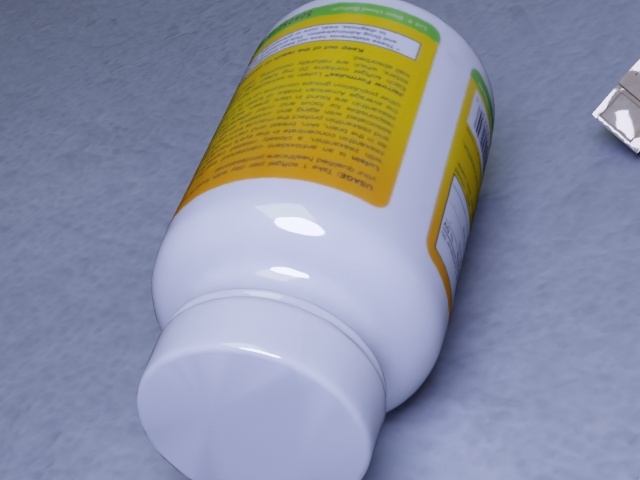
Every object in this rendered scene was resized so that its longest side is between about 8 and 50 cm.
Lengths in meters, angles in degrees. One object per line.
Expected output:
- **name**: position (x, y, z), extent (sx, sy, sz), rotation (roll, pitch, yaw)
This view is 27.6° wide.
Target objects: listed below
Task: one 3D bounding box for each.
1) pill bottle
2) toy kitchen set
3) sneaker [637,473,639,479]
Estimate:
- **pill bottle**: position (0.000, 0.000, 0.620), extent (0.136, 0.136, 0.245), rotation (-3, 39, 21)
- **toy kitchen set**: position (0.207, -0.078, 0.725), extent (0.068, 0.075, 0.083), rotation (43, 102, 12)
- **sneaker**: position (0.223, 0.103, 0.440), extent (0.235, 0.095, 0.090), rotation (11, 36, 7)
